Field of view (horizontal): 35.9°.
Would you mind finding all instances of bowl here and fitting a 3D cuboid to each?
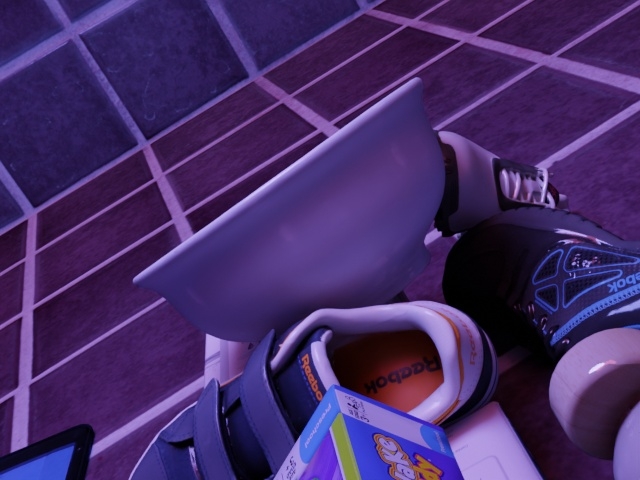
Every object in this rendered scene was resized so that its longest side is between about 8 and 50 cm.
[{"bbox_3d":[0.000,0.000,0.837,0.298,0.134,0.298,-36,3,2],"label":"bowl"}]

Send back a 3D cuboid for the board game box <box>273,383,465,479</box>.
[{"bbox_3d":[-0.028,0.280,0.499,0.347,0.078,0.233,-60,18,15],"label":"board game box"}]

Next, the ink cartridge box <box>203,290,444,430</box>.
[{"bbox_3d":[-0.001,0.129,0.947,0.207,0.117,0.283,-28,23,6],"label":"ink cartridge box"}]

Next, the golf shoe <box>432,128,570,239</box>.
[{"bbox_3d":[0.175,-0.055,0.991,0.120,0.105,0.273,-9,-11,20],"label":"golf shoe"}]

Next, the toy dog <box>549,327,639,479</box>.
[{"bbox_3d":[0.311,0.123,0.584,0.333,0.161,0.220,-8,35,16],"label":"toy dog"}]

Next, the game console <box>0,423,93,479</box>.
[{"bbox_3d":[-0.417,0.283,1.083,0.173,0.250,0.293,-53,17,16],"label":"game console"}]

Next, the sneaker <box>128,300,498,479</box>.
[{"bbox_3d":[-0.025,0.134,0.736,0.321,0.127,0.126,-31,67,6],"label":"sneaker"}]

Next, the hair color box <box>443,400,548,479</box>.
[{"bbox_3d":[0.103,0.257,0.572,0.174,0.105,0.347,-32,22,5],"label":"hair color box"}]

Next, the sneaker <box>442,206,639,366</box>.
[{"bbox_3d":[0.214,0.056,0.833,0.341,0.125,0.140,-1,42,53],"label":"sneaker"}]
